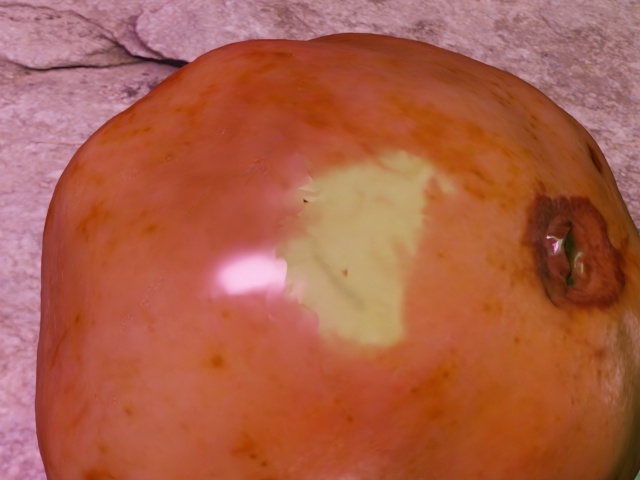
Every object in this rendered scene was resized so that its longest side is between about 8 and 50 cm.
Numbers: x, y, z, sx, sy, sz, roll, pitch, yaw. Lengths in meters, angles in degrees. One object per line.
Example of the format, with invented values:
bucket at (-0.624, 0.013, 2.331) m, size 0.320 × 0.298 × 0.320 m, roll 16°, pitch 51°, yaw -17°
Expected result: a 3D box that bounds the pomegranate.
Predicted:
pomegranate at (0.009, 0.059, 0.714) m, size 0.412 × 0.411 × 0.411 m, roll 7°, pitch 48°, yaw -8°
